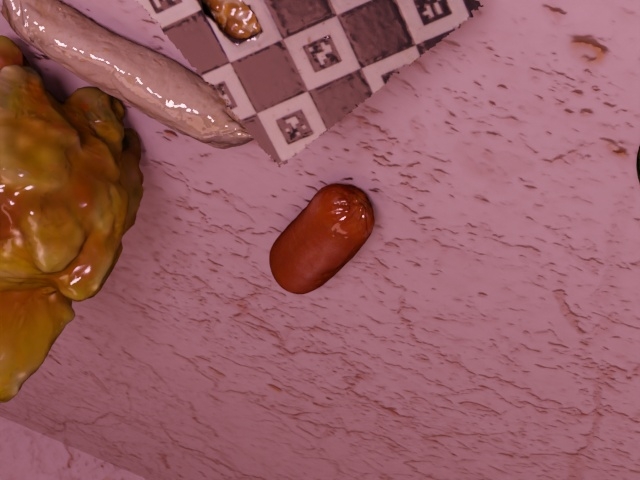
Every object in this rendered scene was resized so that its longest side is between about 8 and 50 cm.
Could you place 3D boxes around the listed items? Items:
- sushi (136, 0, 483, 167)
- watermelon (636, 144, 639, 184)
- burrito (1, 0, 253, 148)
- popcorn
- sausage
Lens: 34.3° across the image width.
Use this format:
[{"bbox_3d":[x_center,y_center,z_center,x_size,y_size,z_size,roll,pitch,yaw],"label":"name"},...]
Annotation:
[{"bbox_3d":[-0.048,-0.212,0.724,0.192,0.043,0.279,-36,112,19],"label":"sushi"},{"bbox_3d":[0.306,-0.045,0.844,0.105,0.062,0.105,19,160,8],"label":"watermelon"},{"bbox_3d":[-0.182,-0.161,0.990,0.275,0.059,0.082,29,164,-12],"label":"burrito"},{"bbox_3d":[-0.350,-0.035,1.051,0.325,0.321,0.290,-1,147,4],"label":"popcorn"},{"bbox_3d":[0.000,0.000,1.118,0.076,0.076,0.197,28,149,-10],"label":"sausage"}]
